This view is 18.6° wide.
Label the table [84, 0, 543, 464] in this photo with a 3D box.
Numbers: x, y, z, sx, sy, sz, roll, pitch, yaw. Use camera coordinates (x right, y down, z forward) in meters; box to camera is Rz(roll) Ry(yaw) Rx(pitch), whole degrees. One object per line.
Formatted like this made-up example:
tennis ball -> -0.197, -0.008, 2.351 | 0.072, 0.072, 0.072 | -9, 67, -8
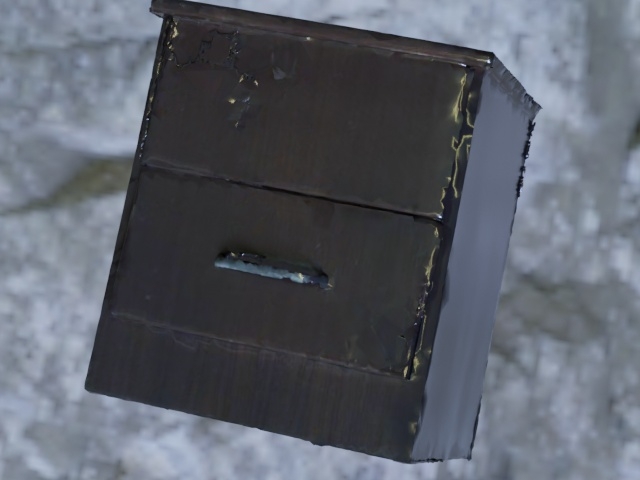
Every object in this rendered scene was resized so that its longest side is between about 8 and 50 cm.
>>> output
table -> 0.000, 0.000, 0.973 | 0.172, 0.169, 0.193 | 19, 83, -74
